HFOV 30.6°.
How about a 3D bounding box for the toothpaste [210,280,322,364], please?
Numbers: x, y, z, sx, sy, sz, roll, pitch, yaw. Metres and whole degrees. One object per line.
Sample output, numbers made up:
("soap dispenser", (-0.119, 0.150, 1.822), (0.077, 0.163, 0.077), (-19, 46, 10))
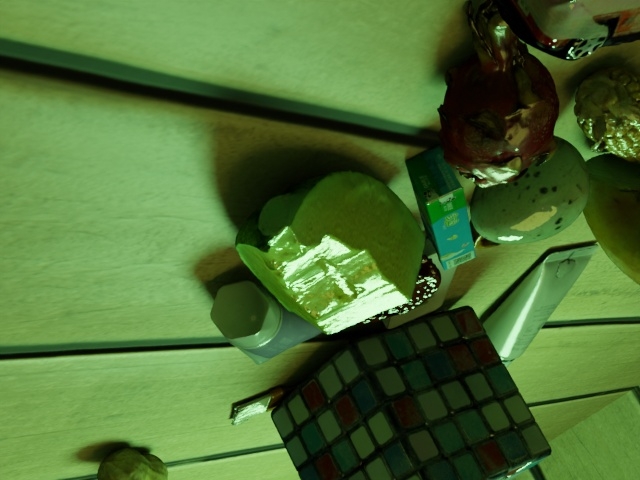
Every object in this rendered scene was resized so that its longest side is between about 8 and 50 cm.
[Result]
("toothpaste", (-0.067, 0.124, 1.578), (0.125, 0.080, 0.371), (-28, 164, 3))

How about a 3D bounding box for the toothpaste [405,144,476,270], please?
("toothpaste", (0.155, -0.036, 1.481), (0.050, 0.065, 0.266), (-23, 159, 2))

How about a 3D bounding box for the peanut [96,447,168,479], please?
("peanut", (-0.297, 0.377, 1.852), (0.089, 0.089, 0.193), (-30, 159, 7))

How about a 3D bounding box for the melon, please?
("melon", (0.000, 0.000, 1.305), (0.196, 0.124, 0.323), (-31, 152, 7))

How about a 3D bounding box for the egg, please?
("egg", (0.256, -0.061, 1.440), (0.164, 0.131, 0.131), (-33, 163, -26))

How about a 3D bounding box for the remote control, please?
("remote control", (0.147, 0.061, 1.727), (0.103, 0.034, 0.250), (-22, 157, -12))

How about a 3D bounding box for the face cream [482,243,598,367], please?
("face cream", (0.367, 0.123, 2.070), (0.143, 0.089, 0.314), (-6, 142, -41))

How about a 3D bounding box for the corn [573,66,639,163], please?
("corn", (0.399, -0.145, 1.467), (0.106, 0.106, 0.293), (-37, 156, 23))

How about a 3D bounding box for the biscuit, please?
("biscuit", (0.068, 0.062, 1.585), (0.192, 0.049, 0.192), (-7, 151, -4))

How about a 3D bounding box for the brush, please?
("brush", (-0.006, 0.239, 1.982), (0.314, 0.017, 0.090), (-21, 160, -18))

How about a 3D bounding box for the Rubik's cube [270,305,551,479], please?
("Rubik's cube", (0.142, 0.315, 1.914), (0.292, 0.287, 0.293), (-13, 157, -38))

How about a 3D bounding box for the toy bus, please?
("toy bus", (0.291, -0.259, 1.044), (0.303, 0.127, 0.147), (-16, 153, -27))

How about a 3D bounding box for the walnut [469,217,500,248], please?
("walnut", (0.249, -0.039, 1.595), (0.121, 0.052, 0.091), (-29, 157, -8))

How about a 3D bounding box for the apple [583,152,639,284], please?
("apple", (0.500, -0.038, 1.592), (0.346, 0.254, 0.179), (-8, 160, -32))

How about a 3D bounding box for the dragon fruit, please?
("dragon fruit", (0.179, -0.156, 1.183), (0.125, 0.125, 0.246), (-50, 146, -25))
